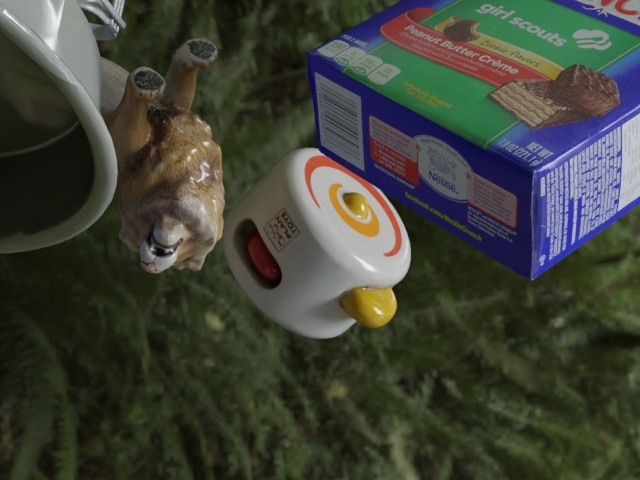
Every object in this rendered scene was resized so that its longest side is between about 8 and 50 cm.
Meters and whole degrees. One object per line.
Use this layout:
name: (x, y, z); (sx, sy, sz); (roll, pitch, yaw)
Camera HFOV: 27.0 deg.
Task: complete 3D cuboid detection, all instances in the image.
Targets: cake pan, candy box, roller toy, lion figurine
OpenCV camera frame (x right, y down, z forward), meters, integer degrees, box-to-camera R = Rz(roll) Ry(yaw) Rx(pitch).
cake pan: (-0.226, -0.086, 0.589); (0.293, 0.293, 0.054); (54, 43, -52)
candy box: (0.195, -0.139, 1.185); (0.317, 0.268, 0.122); (-32, 137, -30)
roller toy: (0.000, 0.000, 1.493); (0.191, 0.146, 0.209); (36, 30, -19)
lion figurine: (-0.243, -0.143, 1.333); (0.142, 0.392, 0.240); (-45, 170, -37)

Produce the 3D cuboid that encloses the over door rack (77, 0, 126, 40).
over door rack: (-0.210, -0.337, 1.143); (0.324, 0.108, 0.240); (106, -6, -79)
